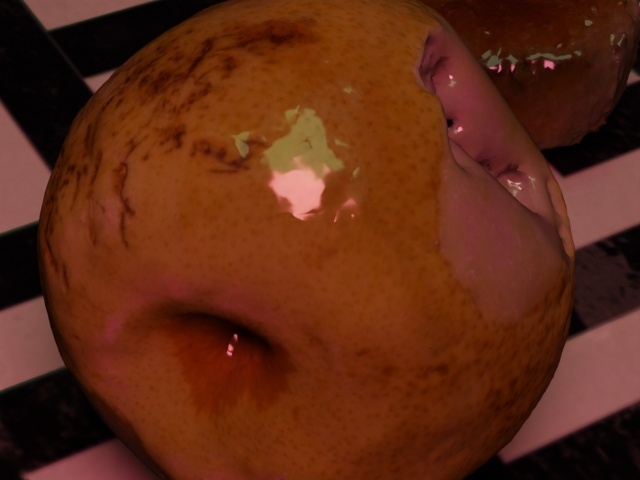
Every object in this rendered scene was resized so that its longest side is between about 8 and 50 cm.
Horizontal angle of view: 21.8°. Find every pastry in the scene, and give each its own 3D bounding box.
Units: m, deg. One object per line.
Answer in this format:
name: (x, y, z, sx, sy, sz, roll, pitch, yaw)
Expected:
pastry: (0.103, -0.129, 1.057, 0.193, 0.093, 0.182, -8, 46, -8)

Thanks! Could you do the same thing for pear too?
pear: (0.000, 0.000, 0.800, 0.271, 0.271, 0.271, 3, 43, -3)
